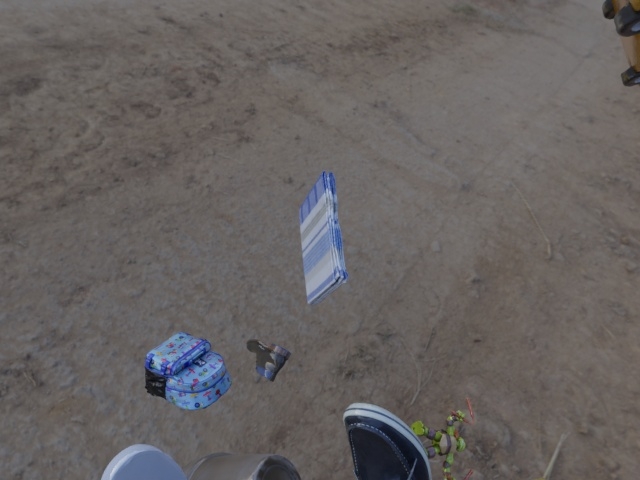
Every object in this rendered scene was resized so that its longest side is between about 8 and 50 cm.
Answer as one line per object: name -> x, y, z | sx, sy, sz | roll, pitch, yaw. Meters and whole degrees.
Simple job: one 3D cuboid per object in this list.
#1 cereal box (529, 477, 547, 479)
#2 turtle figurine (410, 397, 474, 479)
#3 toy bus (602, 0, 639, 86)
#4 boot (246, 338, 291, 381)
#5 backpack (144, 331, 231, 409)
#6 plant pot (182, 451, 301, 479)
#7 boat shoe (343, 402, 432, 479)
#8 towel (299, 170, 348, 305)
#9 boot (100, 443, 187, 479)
cereal box -> 0.316, 0.520, 0.640 | 0.172, 0.047, 0.240 | -12, 70, 0
turtle figurine -> 0.379, 0.616, 1.289 | 0.217, 0.087, 0.270 | 18, 77, -25
toy bus -> 0.370, -0.251, 0.420 | 0.332, 0.130, 0.108 | -4, 80, -52
boot -> -0.198, 0.392, 1.369 | 0.082, 0.219, 0.106 | 43, 60, -31
backpack -> -0.301, 0.308, 0.970 | 0.173, 0.117, 0.158 | 14, 22, 27
plant pot -> -0.204, 0.710, 1.106 | 0.323, 0.280, 0.323 | 41, 28, -27
boat shoe -> 0.178, 0.616, 1.017 | 0.156, 0.186, 0.501 | -45, 120, -53
towel -> 0.000, 0.000, 1.015 | 0.034, 0.209, 0.285 | 4, 64, -22
boot -> -0.216, 0.331, 0.506 | 0.123, 0.258, 0.095 | 11, 32, 39
